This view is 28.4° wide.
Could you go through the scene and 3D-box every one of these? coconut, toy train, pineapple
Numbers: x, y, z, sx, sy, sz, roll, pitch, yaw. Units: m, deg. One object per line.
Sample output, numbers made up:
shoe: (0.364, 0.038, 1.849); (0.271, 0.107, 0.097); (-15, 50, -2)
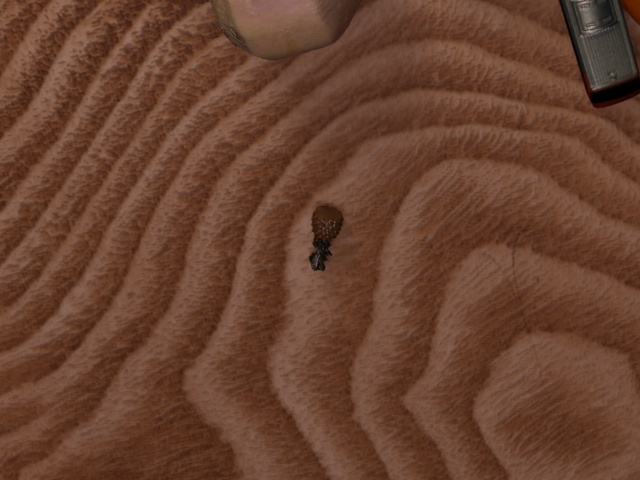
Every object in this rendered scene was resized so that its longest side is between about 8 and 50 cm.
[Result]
coconut: (-0.039, -0.380, 1.837); (0.234, 0.224, 0.224); (-20, 116, 26)
toy train: (0.387, -0.371, 1.850); (0.086, 0.089, 0.409); (-17, 116, 12)
pineapple: (0.000, 0.000, 2.145); (0.058, 0.058, 0.124); (17, 126, -2)

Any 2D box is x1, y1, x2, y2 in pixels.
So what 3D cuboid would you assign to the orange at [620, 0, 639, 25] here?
orange: (0.537, -0.397, 1.735); (0.284, 0.226, 0.284); (6, 125, 8)
